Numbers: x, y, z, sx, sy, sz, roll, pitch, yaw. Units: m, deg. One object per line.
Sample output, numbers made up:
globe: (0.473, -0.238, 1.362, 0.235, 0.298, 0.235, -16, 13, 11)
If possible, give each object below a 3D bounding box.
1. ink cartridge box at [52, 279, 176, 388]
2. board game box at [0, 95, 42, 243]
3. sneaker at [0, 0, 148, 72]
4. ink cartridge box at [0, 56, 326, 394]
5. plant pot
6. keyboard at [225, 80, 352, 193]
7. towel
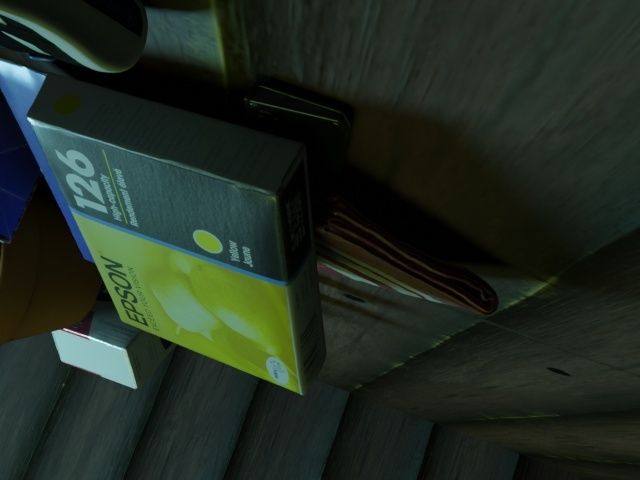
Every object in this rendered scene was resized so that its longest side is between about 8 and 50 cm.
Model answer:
ink cartridge box: (-0.332, 0.132, 1.466, 0.172, 0.237, 0.100, 14, 130, 24)
board game box: (-0.485, -0.119, 0.916, 0.291, 0.141, 0.232, 8, 162, 41)
sneaker: (-0.211, -0.164, 0.476, 0.121, 0.079, 0.217, 11, 165, 28)
ink cartridge box: (-0.149, -0.004, 0.750, 0.307, 0.072, 0.303, 16, 146, 17)
plant pot: (-0.485, 0.035, 1.299, 0.291, 0.291, 0.203, 8, 180, 40)
keyboard: (-0.031, -0.083, 0.669, 0.108, 0.023, 0.180, 13, 165, 1)
towel: (0.000, 0.000, 0.876, 0.237, 0.037, 0.329, 28, 171, -35)
